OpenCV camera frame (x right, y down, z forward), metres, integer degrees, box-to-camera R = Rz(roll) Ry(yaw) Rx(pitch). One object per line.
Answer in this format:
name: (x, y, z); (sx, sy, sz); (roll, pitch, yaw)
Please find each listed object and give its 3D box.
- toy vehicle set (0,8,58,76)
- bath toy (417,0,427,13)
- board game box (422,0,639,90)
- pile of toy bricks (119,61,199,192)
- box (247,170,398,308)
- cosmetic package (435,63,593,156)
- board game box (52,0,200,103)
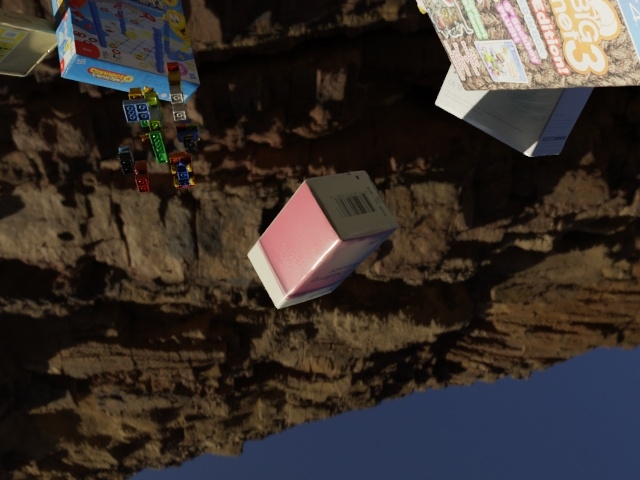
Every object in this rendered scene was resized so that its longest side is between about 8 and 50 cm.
toy vehicle set: (-0.705, -0.431, 1.387); (0.035, 0.165, 0.267); (61, -157, 5)
bath toy: (0.175, -0.567, 1.148); (0.128, 0.348, 0.152); (-16, -135, 29)
board game box: (0.250, -0.246, 0.529); (0.232, 0.141, 0.291); (-34, -161, -6)
pile of toy bricks: (-0.241, -0.172, 0.942); (0.117, 0.212, 0.105); (-8, -125, -9)
box: (0.000, 0.000, 1.132); (0.148, 0.232, 0.127); (-14, -115, -41)
cosmetic package: (0.368, -0.304, 1.161); (0.138, 0.225, 0.224); (-11, -140, -46)
board game box: (-0.464, -0.499, 1.518); (0.308, 0.086, 0.302); (4, -118, -42)
